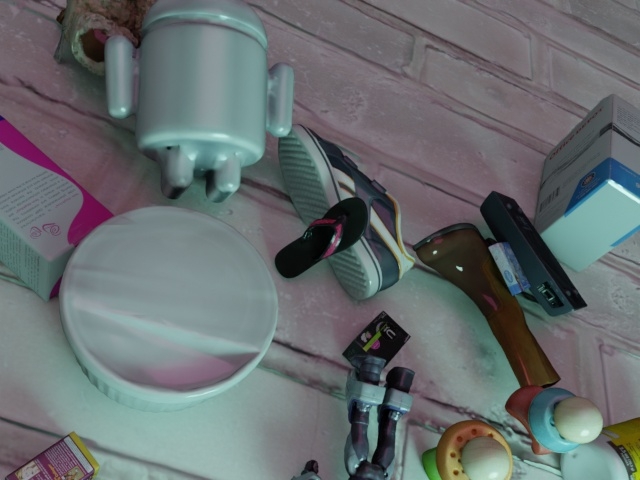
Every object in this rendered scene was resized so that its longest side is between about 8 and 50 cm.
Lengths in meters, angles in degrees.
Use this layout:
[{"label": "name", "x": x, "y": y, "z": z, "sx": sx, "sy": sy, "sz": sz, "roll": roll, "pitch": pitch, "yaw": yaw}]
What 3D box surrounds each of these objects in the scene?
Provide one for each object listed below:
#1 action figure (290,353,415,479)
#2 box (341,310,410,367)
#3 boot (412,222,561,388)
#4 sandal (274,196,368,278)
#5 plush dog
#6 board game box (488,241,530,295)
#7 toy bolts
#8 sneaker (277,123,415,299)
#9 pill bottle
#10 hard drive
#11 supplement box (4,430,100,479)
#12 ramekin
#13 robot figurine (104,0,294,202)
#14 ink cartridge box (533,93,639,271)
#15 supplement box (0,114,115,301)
[{"label": "action figure", "x": 0.063, "y": 0.302, "z": 0.810, "sx": 0.185, "sy": 0.099, "sz": 0.285, "roll": 24, "pitch": 61, "yaw": -17}, {"label": "box", "x": 0.086, "y": 0.162, "z": 0.949, "sx": 0.062, "sy": 0.052, "sz": 0.083, "roll": 43, "pitch": 48, "yaw": 9}, {"label": "boot", "x": 0.276, "y": 0.121, "z": 1.020, "sx": 0.264, "sy": 0.096, "sz": 0.280, "roll": 22, "pitch": 44, "yaw": -52}, {"label": "sandal", "x": 0.000, "y": 0.000, "z": 0.951, "sx": 0.067, "sy": 0.179, "sz": 0.040, "roll": 56, "pitch": 15, "yaw": 12}, {"label": "plush dog", "x": -0.328, "y": -0.382, "z": 1.089, "sx": 0.225, "sy": 0.211, "sz": 0.262, "roll": 11, "pitch": 80, "yaw": -36}, {"label": "board game box", "x": 0.325, "y": 0.046, "z": 1.050, "sx": 0.090, "sy": 0.020, "sz": 0.090, "roll": -3, "pitch": 66, "yaw": -62}, {"label": "toy bolts", "x": 0.290, "y": 0.305, "z": 0.828, "sx": 0.228, "sy": 0.158, "sz": 0.218, "roll": -35, "pitch": 80, "yaw": -15}, {"label": "sneaker", "x": 0.043, "y": -0.061, "z": 1.045, "sx": 0.127, "sy": 0.126, "sz": 0.321, "roll": -21, "pitch": 79, "yaw": -31}, {"label": "pill bottle", "x": 0.495, "y": 0.347, "z": 0.969, "sx": 0.215, "sy": 0.117, "sz": 0.117, "roll": -4, "pitch": 59, "yaw": -28}, {"label": "hard drive", "x": 0.398, "y": 0.028, "z": 1.153, "sx": 0.172, "sy": 0.054, "sz": 0.254, "roll": 5, "pitch": 52, "yaw": -58}, {"label": "supplement box", "x": -0.301, "y": 0.266, "z": 0.691, "sx": 0.083, "sy": 0.043, "sz": 0.055, "roll": -31, "pitch": 74, "yaw": -39}, {"label": "ramekin", "x": -0.201, "y": 0.098, "z": 0.806, "sx": 0.273, "sy": 0.127, "sz": 0.272, "roll": 14, "pitch": 51, "yaw": -18}, {"label": "robot figurine", "x": -0.185, "y": -0.242, "z": 0.968, "sx": 0.300, "sy": 0.200, "sz": 0.353, "roll": 5, "pitch": 81, "yaw": -23}, {"label": "ink cartridge box", "x": 0.574, "y": -0.123, "z": 1.279, "sx": 0.129, "sy": 0.223, "sz": 0.307, "roll": 30, "pitch": 49, "yaw": -4}, {"label": "supplement box", "x": -0.399, "y": -0.044, "z": 0.823, "sx": 0.220, "sy": 0.114, "sz": 0.111, "roll": 40, "pitch": 48, "yaw": 7}]
